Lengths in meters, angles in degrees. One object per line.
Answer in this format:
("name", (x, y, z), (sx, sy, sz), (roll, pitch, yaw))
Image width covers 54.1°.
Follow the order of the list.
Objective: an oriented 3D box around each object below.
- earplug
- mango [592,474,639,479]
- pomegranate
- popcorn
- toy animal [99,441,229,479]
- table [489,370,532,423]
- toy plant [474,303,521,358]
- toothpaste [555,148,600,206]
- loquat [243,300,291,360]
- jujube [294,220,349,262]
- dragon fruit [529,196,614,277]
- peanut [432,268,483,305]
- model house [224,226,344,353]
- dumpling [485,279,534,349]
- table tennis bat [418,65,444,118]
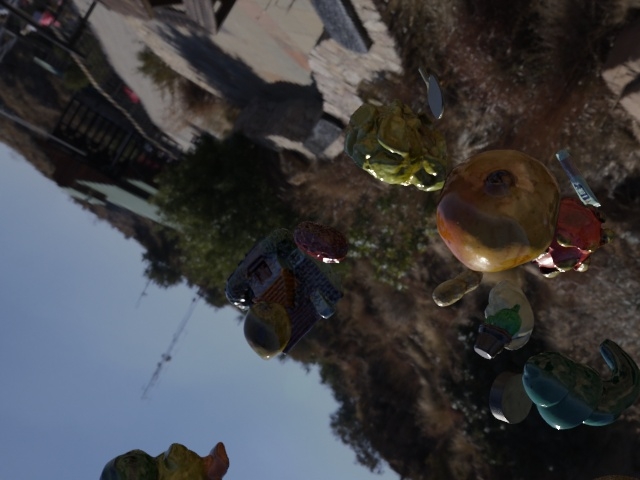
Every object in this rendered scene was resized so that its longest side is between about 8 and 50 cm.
("earplug", (0.599, 0.318, 1.444), (0.280, 0.257, 0.164), (30, 174, -16))
("mango", (0.927, 0.817, 1.955), (0.176, 0.176, 0.329), (22, 143, -3))
("pomegranate", (0.370, -0.064, 1.295), (0.264, 0.264, 0.264), (29, 177, 1))
("popcorn", (0.234, -0.293, 2.007), (0.334, 0.292, 0.293), (3, 159, -21))
("toy animal", (-0.426, 0.667, 1.702), (0.339, 0.216, 0.191), (3, -142, -17))
("table", (0.514, 0.421, 1.685), (0.133, 0.133, 0.043), (30, 165, -31))
("toy plant", (0.574, 0.285, 2.019), (0.105, 0.200, 0.143), (43, 165, -10))
("toothpaste", (0.797, -0.189, 1.943), (0.205, 0.036, 0.056), (59, 154, -4))
("loquat", (-0.166, 0.282, 1.965), (0.152, 0.195, 0.152), (-1, -162, 0))
("jujube", (0.000, 0.000, 1.836), (0.176, 0.109, 0.112), (27, 159, 38))
("dragon fruit", (0.670, -0.028, 1.809), (0.228, 0.243, 0.307), (-8, -141, -23))
("peanut", (0.525, 0.177, 2.390), (0.085, 0.228, 0.104), (60, 160, 6))
("model house", (-0.114, 0.211, 2.218), (0.297, 0.360, 0.339), (32, -164, -44))
("dumpling", (0.660, 0.263, 2.196), (0.163, 0.250, 0.132), (-13, -177, -12))
("table tennis bat", (0.399, -0.543, 2.253), (0.138, 0.022, 0.246), (90, 169, -52))
